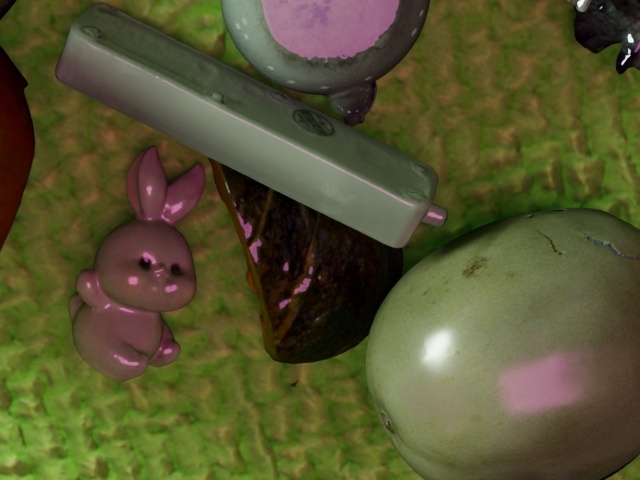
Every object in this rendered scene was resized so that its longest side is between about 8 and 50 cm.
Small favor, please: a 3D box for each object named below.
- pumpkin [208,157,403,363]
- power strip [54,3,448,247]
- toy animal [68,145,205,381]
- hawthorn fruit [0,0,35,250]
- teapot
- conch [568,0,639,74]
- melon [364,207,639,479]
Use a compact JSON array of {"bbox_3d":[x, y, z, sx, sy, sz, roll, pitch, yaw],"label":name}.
[{"bbox_3d":[0.000,-0.002,1.592,0.163,0.111,0.279,-19,108,-6],"label":"pumpkin"},{"bbox_3d":[-0.056,-0.101,1.520,0.385,0.091,0.062,27,119,-3],"label":"power strip"},{"bbox_3d":[-0.167,0.023,1.571,0.124,0.124,0.213,16,108,-13],"label":"toy animal"},{"bbox_3d":[-0.374,-0.091,1.440,0.284,0.284,0.369,37,79,-17],"label":"hawthorn fruit"},{"bbox_3d":[0.003,-0.232,1.510,0.193,0.129,0.294,-17,107,-2],"label":"teapot"},{"bbox_3d":[0.278,-0.279,1.514,0.240,0.186,0.313,-13,131,24],"label":"conch"},{"bbox_3d":[0.210,0.108,1.571,0.330,0.268,0.269,-24,110,-13],"label":"melon"}]
